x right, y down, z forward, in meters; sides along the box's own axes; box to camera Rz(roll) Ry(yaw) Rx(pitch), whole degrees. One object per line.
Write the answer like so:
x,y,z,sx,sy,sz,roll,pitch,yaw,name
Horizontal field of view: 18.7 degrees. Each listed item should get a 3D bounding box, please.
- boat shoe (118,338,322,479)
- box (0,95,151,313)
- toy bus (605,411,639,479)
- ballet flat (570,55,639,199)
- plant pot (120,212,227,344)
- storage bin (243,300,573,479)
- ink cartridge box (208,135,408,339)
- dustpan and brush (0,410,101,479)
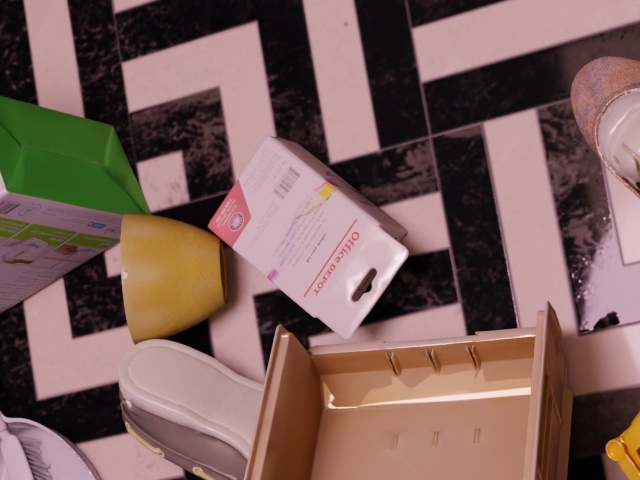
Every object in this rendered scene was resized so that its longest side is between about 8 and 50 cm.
-0.065,0.203,1.917,0.305,0.109,0.091,27,138,14,boat shoe
-0.345,-0.027,1.984,0.231,0.262,0.126,-30,72,22,box
0.353,0.219,1.686,0.220,0.149,0.211,51,120,19,toy bus
0.329,-0.058,1.734,0.316,0.106,0.107,47,106,23,ballet flat
-0.144,0.036,1.964,0.095,0.134,0.134,-4,83,2,plant pot
0.084,0.185,1.750,0.262,0.123,0.260,-6,47,19,storage bin
0.000,0.000,1.917,0.198,0.067,0.115,40,103,25,ink cartridge box
-0.325,0.219,2.063,0.147,0.060,0.211,-31,73,21,dustpan and brush
